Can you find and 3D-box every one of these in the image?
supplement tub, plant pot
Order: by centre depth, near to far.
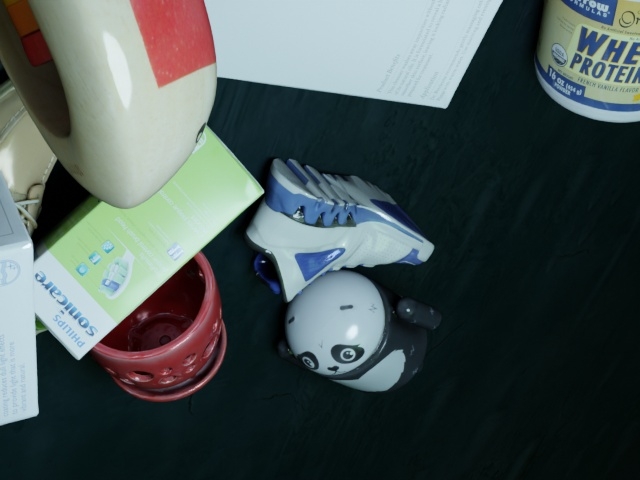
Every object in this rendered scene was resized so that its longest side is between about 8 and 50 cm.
[{"bbox_3d":[-0.221,0.108,1.695,0.191,0.191,0.174,-33,153,-15],"label":"plant pot"},{"bbox_3d":[0.435,-0.350,1.825,0.228,0.228,0.316,-26,142,-24],"label":"supplement tub"}]

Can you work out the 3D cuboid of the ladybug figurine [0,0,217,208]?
[{"bbox_3d":[-0.220,-0.252,1.155,0.162,0.305,0.449,-28,108,-20],"label":"ladybug figurine"}]

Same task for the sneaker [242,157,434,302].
[{"bbox_3d":[-0.001,0.000,1.867,0.316,0.127,0.182,17,118,-44],"label":"sneaker"}]

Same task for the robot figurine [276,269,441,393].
[{"bbox_3d":[0.062,0.149,2.025,0.209,0.174,0.278,-55,145,3],"label":"robot figurine"}]

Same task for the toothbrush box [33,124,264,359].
[{"bbox_3d":[-0.223,-0.011,1.511,0.283,0.206,0.122,-42,102,-8],"label":"toothbrush box"}]

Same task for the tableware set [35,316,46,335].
[{"bbox_3d":[-0.381,0.085,1.645,0.104,0.024,0.154,-23,141,-27],"label":"tableware set"}]

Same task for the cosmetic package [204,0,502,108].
[{"bbox_3d":[-0.011,-0.286,1.378,0.385,0.156,0.217,8,134,-22],"label":"cosmetic package"}]

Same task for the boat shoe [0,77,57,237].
[{"bbox_3d":[-0.364,-0.033,1.458,0.122,0.110,0.341,7,121,-49],"label":"boat shoe"}]

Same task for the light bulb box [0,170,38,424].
[{"bbox_3d":[-0.473,0.009,1.136,0.361,0.358,0.225,-13,135,-23],"label":"light bulb box"}]
